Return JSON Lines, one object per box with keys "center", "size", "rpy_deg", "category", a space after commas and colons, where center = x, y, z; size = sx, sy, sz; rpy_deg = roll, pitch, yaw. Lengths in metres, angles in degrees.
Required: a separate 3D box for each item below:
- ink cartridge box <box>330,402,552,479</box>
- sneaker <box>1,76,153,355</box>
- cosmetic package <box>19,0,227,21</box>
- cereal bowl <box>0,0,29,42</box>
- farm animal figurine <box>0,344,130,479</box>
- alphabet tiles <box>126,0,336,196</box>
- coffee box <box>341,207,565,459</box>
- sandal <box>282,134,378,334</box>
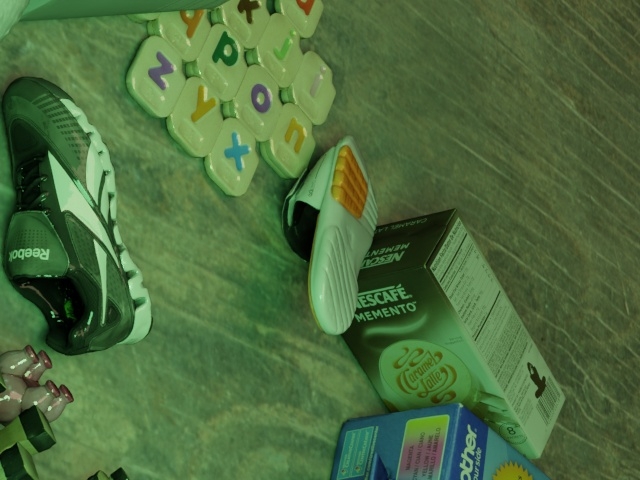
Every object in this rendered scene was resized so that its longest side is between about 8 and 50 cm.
{"center": [0.128, 0.335, 1.601], "size": [0.395, 0.151, 0.270], "rpy_deg": [39, 50, -37], "category": "ink cartridge box"}
{"center": [-0.209, -0.013, 1.328], "size": [0.106, 0.078, 0.234], "rpy_deg": [-30, 105, -55], "category": "sneaker"}
{"center": [-0.162, -0.261, 1.428], "size": [0.238, 0.107, 0.127], "rpy_deg": [-10, 84, -43], "category": "cosmetic package"}
{"center": [-0.316, -0.269, 1.180], "size": [0.339, 0.141, 0.339], "rpy_deg": [19, 65, -47], "category": "cereal bowl"}
{"center": [-0.258, 0.162, 1.122], "size": [0.330, 0.172, 0.327], "rpy_deg": [57, 0, -24], "category": "farm animal figurine"}
{"center": [-0.087, -0.191, 1.591], "size": [0.284, 0.021, 0.278], "rpy_deg": [46, 49, -33], "category": "alphabet tiles"}
{"center": [0.120, 0.103, 1.666], "size": [0.246, 0.141, 0.098], "rpy_deg": [58, 40, -22], "category": "coffee box"}
{"center": [-0.003, -0.008, 1.585], "size": [0.265, 0.076, 0.102], "rpy_deg": [-74, 149, -54], "category": "sandal"}
